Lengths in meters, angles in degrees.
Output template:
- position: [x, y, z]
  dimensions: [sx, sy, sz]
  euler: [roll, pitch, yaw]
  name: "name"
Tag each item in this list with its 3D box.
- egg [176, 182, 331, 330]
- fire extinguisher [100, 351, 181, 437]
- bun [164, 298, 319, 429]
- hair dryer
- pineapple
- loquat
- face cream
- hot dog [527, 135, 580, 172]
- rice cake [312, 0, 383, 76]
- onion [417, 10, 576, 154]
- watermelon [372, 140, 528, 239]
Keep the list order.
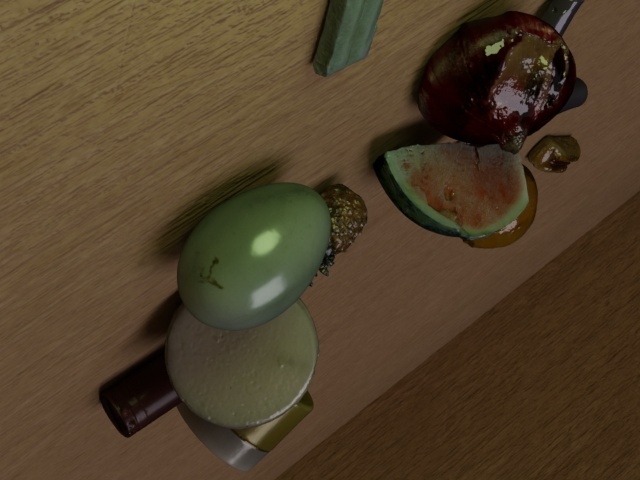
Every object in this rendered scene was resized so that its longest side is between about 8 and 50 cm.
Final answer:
- position: [-0.094, 0.019, 1.514]
  dimensions: [0.264, 0.183, 0.183]
  euler: [-42, 163, -19]
  name: "egg"
- position: [-0.254, 0.238, 1.829]
  dimensions: [0.269, 0.105, 0.105]
  euler: [-32, 160, -26]
  name: "fire extinguisher"
- position: [-0.138, 0.177, 1.752]
  dimensions: [0.263, 0.263, 0.175]
  euler: [-40, -172, -5]
  name: "bun"
- position: [0.439, -0.356, 1.882]
  dimensions: [0.301, 0.121, 0.361]
  euler: [-16, 142, -40]
  name: "hair dryer"
- position: [0.000, 0.000, 1.732]
  dimensions: [0.198, 0.108, 0.108]
  euler: [-55, 169, -26]
  name: "pineapple"
- position: [0.383, -0.088, 2.263]
  dimensions: [0.234, 0.176, 0.187]
  euler: [-46, 123, -19]
  name: "loquat"
- position: [-0.148, 0.312, 2.021]
  dimensions: [0.179, 0.218, 0.218]
  euler: [-44, 162, 5]
  name: "face cream"
- position: [0.601, -0.213, 2.600]
  dimensions: [0.084, 0.073, 0.242]
  euler: [-45, 162, 25]
  name: "hot dog"
- position: [0.045, -0.296, 1.299]
  dimensions: [0.085, 0.040, 0.226]
  euler: [-32, 160, -26]
  name: "rice cake"
- position: [0.299, -0.238, 1.683]
  dimensions: [0.272, 0.195, 0.272]
  euler: [-16, 153, -8]
  name: "onion"
- position: [0.219, -0.108, 1.849]
  dimensions: [0.305, 0.224, 0.180]
  euler: [-9, 127, -34]
  name: "watermelon"
